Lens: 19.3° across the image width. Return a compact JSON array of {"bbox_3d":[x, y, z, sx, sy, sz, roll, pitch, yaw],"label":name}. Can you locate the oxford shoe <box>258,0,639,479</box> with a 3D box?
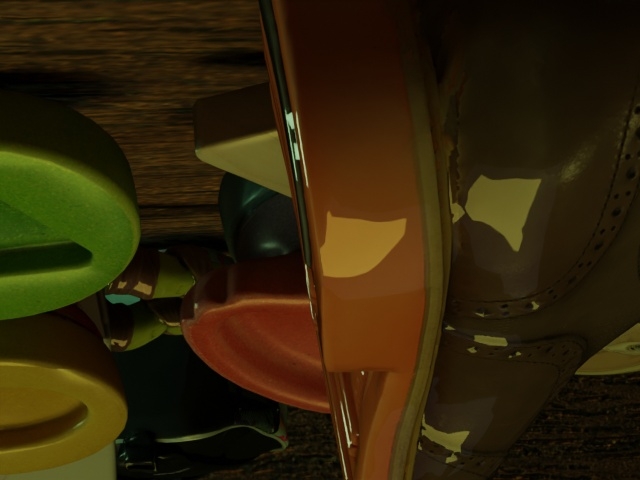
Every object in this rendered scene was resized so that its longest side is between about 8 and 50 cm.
[{"bbox_3d":[0.063,0.015,0.607,0.132,0.130,0.364,-11,161,-1],"label":"oxford shoe"}]

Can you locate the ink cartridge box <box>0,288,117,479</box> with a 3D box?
[{"bbox_3d":[-0.292,0.138,1.164,0.330,0.071,0.324,-10,152,-10],"label":"ink cartridge box"}]

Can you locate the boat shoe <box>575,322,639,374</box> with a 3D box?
[{"bbox_3d":[0.239,0.018,1.351,0.110,0.122,0.341,4,161,-37],"label":"boat shoe"}]

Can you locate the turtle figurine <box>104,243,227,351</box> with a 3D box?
[{"bbox_3d":[-0.048,0.043,1.220,0.217,0.087,0.269,3,160,-20],"label":"turtle figurine"}]

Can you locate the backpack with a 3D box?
[{"bbox_3d":[-0.139,0.106,1.478,0.225,0.191,0.253,-6,164,16],"label":"backpack"}]

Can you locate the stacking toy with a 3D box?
[{"bbox_3d":[-0.069,-0.025,0.794,0.308,0.130,0.279,-8,149,4],"label":"stacking toy"}]
